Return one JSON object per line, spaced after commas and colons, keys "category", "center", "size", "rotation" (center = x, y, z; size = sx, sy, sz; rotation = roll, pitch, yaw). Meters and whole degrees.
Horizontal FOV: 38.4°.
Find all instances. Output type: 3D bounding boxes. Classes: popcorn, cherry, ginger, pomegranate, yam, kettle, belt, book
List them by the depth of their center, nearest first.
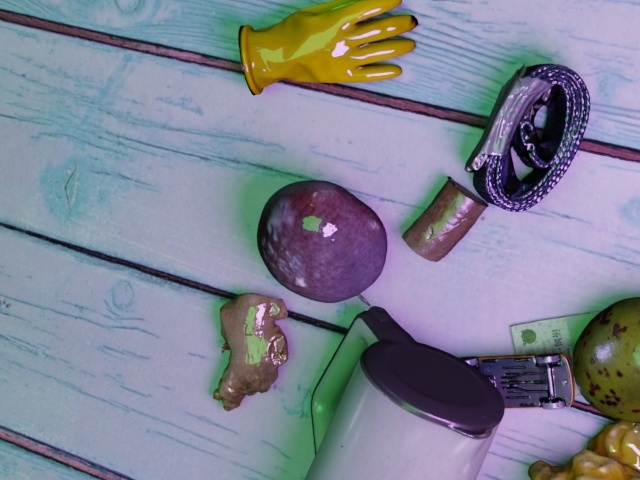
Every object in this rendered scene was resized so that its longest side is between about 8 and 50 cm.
{"category": "pomegranate", "center": [0.467, 0.191, 1.289], "size": [0.202, 0.202, 0.248], "rotation": [-26, 48, 18]}
{"category": "popcorn", "center": [0.399, 0.437, 1.309], "size": [0.274, 0.279, 0.335], "rotation": [18, 110, 37]}
{"category": "belt", "center": [0.313, -0.160, 1.409], "size": [0.139, 0.126, 0.230], "rotation": [23, 98, -6]}
{"category": "kettle", "center": [0.086, 0.332, 1.421], "size": [0.361, 0.250, 0.377], "rotation": [52, 127, 55]}
{"category": "book", "center": [0.397, 0.180, 1.437], "size": [0.181, 0.014, 0.127], "rotation": [-11, 87, 20]}
{"category": "yam", "center": [0.200, -0.032, 1.474], "size": [0.084, 0.084, 0.127], "rotation": [42, 108, 14]}
{"category": "cherry", "center": [0.000, 0.000, 1.481], "size": [0.213, 0.266, 0.184], "rotation": [12, 59, 18]}
{"category": "ginger", "center": [-0.119, 0.197, 1.589], "size": [0.137, 0.074, 0.213], "rotation": [7, 89, 28]}

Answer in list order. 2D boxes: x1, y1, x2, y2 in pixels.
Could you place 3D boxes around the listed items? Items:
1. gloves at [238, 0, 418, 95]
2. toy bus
{"category": "gloves", "center": [0.019, -0.325, 1.536], "size": [0.294, 0.116, 0.133], "rotation": [-9, 115, 10]}
{"category": "toy bus", "center": [0.299, 0.214, 1.421], "size": [0.194, 0.088, 0.083], "rotation": [-6, 90, 30]}
